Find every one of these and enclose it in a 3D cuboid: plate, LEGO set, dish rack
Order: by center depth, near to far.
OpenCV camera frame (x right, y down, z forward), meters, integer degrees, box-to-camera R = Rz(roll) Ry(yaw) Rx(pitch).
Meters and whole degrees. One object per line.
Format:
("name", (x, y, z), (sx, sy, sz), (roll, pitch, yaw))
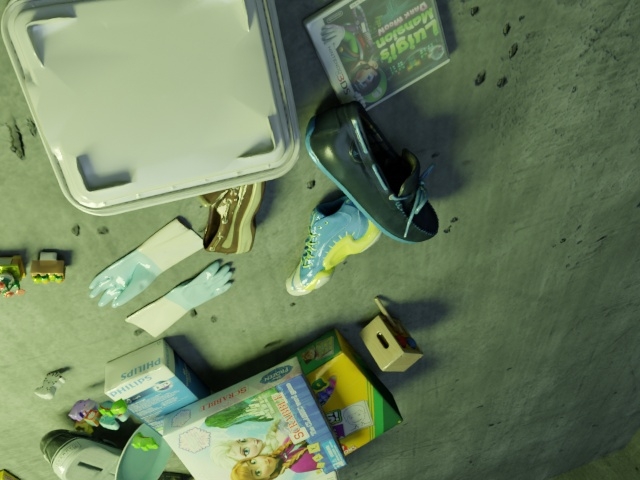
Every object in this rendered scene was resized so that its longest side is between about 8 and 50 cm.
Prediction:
("dish rack", (-0.196, -0.185, 0.574), (0.333, 0.072, 0.285), (-14, 111, -9))
("LEGO set", (-0.537, 0.044, 0.663), (0.132, 0.107, 0.287), (-43, 130, 15))
("plate", (-0.418, 0.508, 1.076), (0.024, 0.188, 0.188), (10, 136, 22))

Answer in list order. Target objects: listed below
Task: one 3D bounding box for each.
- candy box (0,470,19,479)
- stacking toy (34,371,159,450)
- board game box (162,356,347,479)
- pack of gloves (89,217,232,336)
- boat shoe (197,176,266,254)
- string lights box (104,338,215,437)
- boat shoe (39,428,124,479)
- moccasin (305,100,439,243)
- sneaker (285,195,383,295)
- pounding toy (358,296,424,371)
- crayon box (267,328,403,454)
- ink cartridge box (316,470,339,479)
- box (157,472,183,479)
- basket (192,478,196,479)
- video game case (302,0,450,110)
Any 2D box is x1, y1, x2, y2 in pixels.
("candy box", (-0.822, 0.610, 1.071), (0.206, 0.027, 0.105), (-18, 135, -7))
("stacking toy", (-0.446, 0.348, 0.923), (0.221, 0.052, 0.167), (5, 135, 20))
("board game box", (-0.137, 0.460, 1.038), (0.318, 0.066, 0.318), (-24, 116, -3))
("pack of gloves", (-0.289, 0.091, 0.845), (0.232, 0.046, 0.195), (-34, 131, 8))
("boat shoe", (-0.148, -0.075, 0.725), (0.095, 0.095, 0.257), (-6, 130, -24))
("string lights box", (-0.342, 0.340, 1.007), (0.133, 0.077, 0.259), (-23, 132, -2))
("boat shoe", (-0.515, 0.511, 1.057), (0.121, 0.119, 0.335), (-46, 148, -29))
("moccasin", (0.120, -0.098, 0.776), (0.117, 0.138, 0.342), (-25, 139, 34))
("sneaker", (0.000, 0.000, 0.874), (0.240, 0.091, 0.126), (-39, 113, 13))
("pounding toy", (0.168, 0.228, 1.098), (0.100, 0.141, 0.130), (-46, 144, 18))
("crayon box", (-0.023, 0.437, 1.159), (0.363, 0.106, 0.313), (-34, 120, 7))
("ink cartridge box", (-0.044, 0.710, 1.345), (0.158, 0.092, 0.218), (-9, 170, -15))
("box", (-0.527, 0.705, 1.247), (0.233, 0.059, 0.183), (30, 111, -38))
("basket", (-0.229, 0.765, 1.199), (0.299, 0.223, 0.213), (45, 62, -11))
("video game case", (0.092, -0.300, 0.689), (0.190, 0.022, 0.173), (-30, 133, 4))
